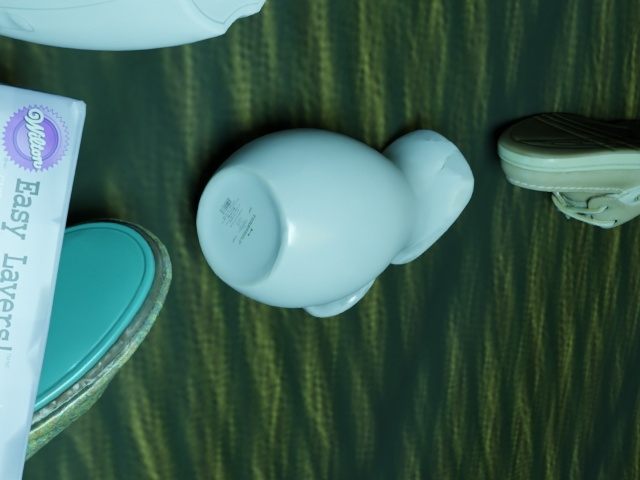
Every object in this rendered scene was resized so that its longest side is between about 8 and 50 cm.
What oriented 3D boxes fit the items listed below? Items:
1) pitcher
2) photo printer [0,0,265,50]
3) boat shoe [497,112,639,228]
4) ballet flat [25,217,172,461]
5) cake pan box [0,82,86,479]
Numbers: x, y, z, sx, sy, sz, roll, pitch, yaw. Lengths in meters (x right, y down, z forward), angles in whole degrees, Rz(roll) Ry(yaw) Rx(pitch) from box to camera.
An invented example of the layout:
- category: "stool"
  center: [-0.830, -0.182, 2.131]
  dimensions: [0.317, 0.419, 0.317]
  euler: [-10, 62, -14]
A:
- category: "pitcher"
  center: [0.000, 0.000, 0.841]
  dimensions: [0.207, 0.125, 0.177]
  euler: [-10, 136, -51]
- category: "photo printer"
  center: [-0.137, -0.233, 0.478]
  dimensions: [0.107, 0.256, 0.307]
  euler: [-42, 138, -45]
- category: "boat shoe"
  center: [0.266, -0.056, 1.051]
  dimensions: [0.302, 0.109, 0.098]
  euler: [-6, 116, -46]
- category: "ballet flat"
  center: [-0.233, 0.120, 0.706]
  dimensions: [0.348, 0.123, 0.123]
  euler: [-42, 135, -17]
- category: "cake pan box"
  center: [-0.259, 0.024, 0.568]
  dimensions: [0.246, 0.070, 0.266]
  euler: [10, 93, -29]
